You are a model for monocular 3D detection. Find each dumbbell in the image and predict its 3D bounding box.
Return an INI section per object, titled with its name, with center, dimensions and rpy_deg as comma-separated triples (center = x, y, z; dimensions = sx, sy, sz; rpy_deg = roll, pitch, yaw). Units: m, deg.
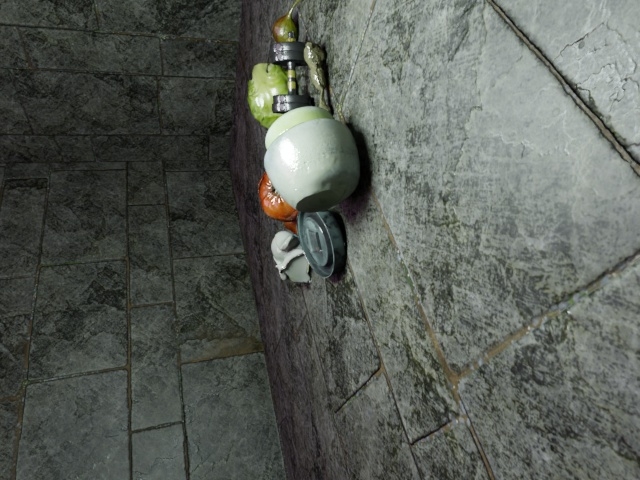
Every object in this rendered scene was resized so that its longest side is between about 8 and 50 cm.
[dumbbell]
center = -0.125, -0.699, 1.863
dimensions = 0.185, 0.185, 0.388
rpy_deg = -150, 57, -67

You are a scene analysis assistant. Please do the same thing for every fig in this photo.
[fig]
center = -0.140, -1.011, 1.973
dimensions = 0.236, 0.124, 0.124
rpy_deg = -52, 44, 45

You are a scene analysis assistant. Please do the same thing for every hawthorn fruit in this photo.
[hawthorn fruit]
center = -0.134, -0.217, 1.939
dimensions = 0.307, 0.276, 0.275
rpy_deg = -5, -89, -75

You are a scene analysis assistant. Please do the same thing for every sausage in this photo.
[sausage]
center = -0.105, -0.081, 2.086
dimensions = 0.330, 0.102, 0.102
rpy_deg = -147, 55, -67

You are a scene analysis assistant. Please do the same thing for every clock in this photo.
[clock]
center = -0.001, 0.000, 1.754
dimensions = 0.312, 0.062, 0.312
rpy_deg = 45, 145, 45

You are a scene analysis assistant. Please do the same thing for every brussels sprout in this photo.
[brussels sprout]
center = -0.245, -0.710, 2.129
dimensions = 0.328, 0.247, 0.327
rpy_deg = 172, 90, -70

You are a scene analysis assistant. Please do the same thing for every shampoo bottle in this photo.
[shampoo bottle]
center = -0.025, -0.268, 1.472
dimensions = 0.317, 0.323, 0.322
rpy_deg = 65, 155, 19

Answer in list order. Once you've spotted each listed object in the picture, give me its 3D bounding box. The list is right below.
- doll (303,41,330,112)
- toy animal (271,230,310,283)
[doll]
center = -0.006, -0.640, 1.688
dimensions = 0.202, 0.091, 0.285
rpy_deg = 55, -153, -55
[toy animal]
center = -0.155, 0.083, 2.144
dimensions = 0.289, 0.174, 0.248
rpy_deg = -153, 61, -67
